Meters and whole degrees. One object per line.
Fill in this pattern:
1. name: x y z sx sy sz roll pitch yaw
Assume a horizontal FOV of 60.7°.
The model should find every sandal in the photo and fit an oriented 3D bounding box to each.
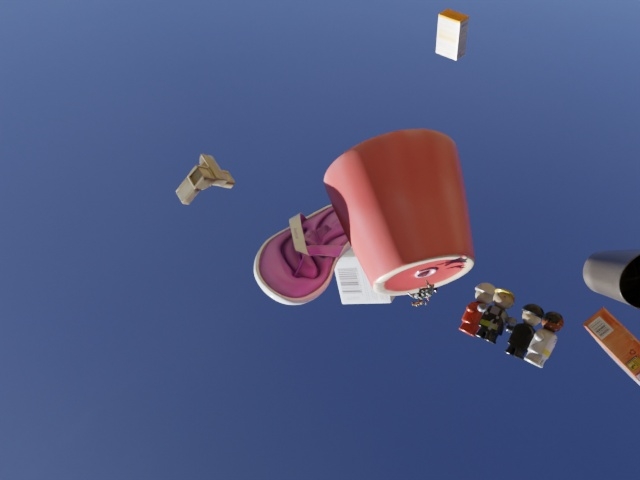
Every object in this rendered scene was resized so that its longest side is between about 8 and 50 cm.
1. sandal: -0.014 -0.007 1.224 0.170 0.102 0.416 28 -145 10

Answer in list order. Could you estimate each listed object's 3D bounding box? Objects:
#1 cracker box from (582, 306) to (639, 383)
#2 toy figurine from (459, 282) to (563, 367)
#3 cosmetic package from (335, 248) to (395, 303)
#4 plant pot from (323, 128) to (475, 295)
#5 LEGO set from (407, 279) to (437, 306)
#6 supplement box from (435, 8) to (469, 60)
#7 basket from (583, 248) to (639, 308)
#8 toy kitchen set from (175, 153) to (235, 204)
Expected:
1. cracker box: 0.722 0.261 1.297 0.232 0.067 0.155 31 -161 -49
2. toy figurine: 0.472 0.199 1.348 0.213 0.209 0.148 27 -94 2
3. cosmetic package: 0.147 0.078 1.588 0.152 0.151 0.184 -4 -160 26
4. plant pot: 0.166 -0.040 1.051 0.275 0.275 0.243 -7 -114 -16
5. LEGO set: 0.190 0.103 1.003 0.054 0.083 0.023 -16 -126 10
6. supplement box: 0.307 -0.480 1.276 0.036 0.098 0.062 -38 -125 -24
7. basket: 0.843 0.095 1.498 0.205 0.154 0.227 -19 -177 -4
8. toy kitchen set: -0.227 -0.116 1.052 0.083 0.075 0.068 4 -134 -55
